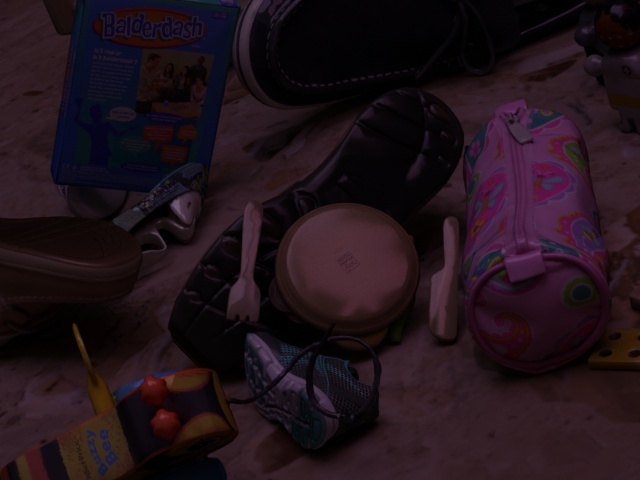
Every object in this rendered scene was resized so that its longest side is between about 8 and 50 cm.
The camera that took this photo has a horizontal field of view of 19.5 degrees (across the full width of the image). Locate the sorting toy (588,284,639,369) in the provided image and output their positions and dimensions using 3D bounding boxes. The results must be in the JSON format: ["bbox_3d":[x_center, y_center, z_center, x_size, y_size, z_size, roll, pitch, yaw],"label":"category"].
[{"bbox_3d":[0.327,0.021,1.482,0.274,0.046,0.132,-34,31,-27],"label":"sorting toy"}]

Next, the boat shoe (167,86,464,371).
[{"bbox_3d":[0.000,0.000,1.670,0.324,0.122,0.120,-41,-3,-18],"label":"boat shoe"}]

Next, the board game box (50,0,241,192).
[{"bbox_3d":[-0.178,-0.153,1.887,0.160,0.210,0.047,6,22,-17],"label":"board game box"}]

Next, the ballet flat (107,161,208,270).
[{"bbox_3d":[-0.163,-0.010,1.845,0.188,0.070,0.070,-39,33,-30],"label":"ballet flat"}]

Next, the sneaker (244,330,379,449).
[{"bbox_3d":[-0.008,0.117,1.516,0.076,0.065,0.166,-12,26,-23],"label":"sneaker"}]

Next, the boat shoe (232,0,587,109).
[{"bbox_3d":[0.140,-0.274,2.002,0.500,0.186,0.156,-22,21,-17],"label":"boat shoe"}]

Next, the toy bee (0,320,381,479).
[{"bbox_3d":[-0.129,0.133,1.384,0.298,0.162,0.195,-46,70,6],"label":"toy bee"}]

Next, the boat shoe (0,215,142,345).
[{"bbox_3d":[-0.290,0.040,1.770,0.341,0.110,0.122,5,15,45],"label":"boat shoe"}]

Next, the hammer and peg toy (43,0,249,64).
[{"bbox_3d":[-0.139,-0.303,2.288,0.361,0.127,0.266,-26,30,-14],"label":"hammer and peg toy"}]

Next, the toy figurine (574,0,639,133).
[{"bbox_3d":[0.349,-0.218,1.798,0.210,0.148,0.213,-15,28,8],"label":"toy figurine"}]

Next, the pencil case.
[{"bbox_3d":[0.175,-0.010,1.556,0.124,0.124,0.284,-13,28,12],"label":"pencil case"}]

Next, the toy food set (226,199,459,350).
[{"bbox_3d":[0.022,0.030,1.585,0.192,0.038,0.132,6,64,0],"label":"toy food set"}]

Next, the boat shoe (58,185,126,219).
[{"bbox_3d":[-0.250,-0.070,2.001,0.063,0.066,0.184,-32,29,22],"label":"boat shoe"}]
